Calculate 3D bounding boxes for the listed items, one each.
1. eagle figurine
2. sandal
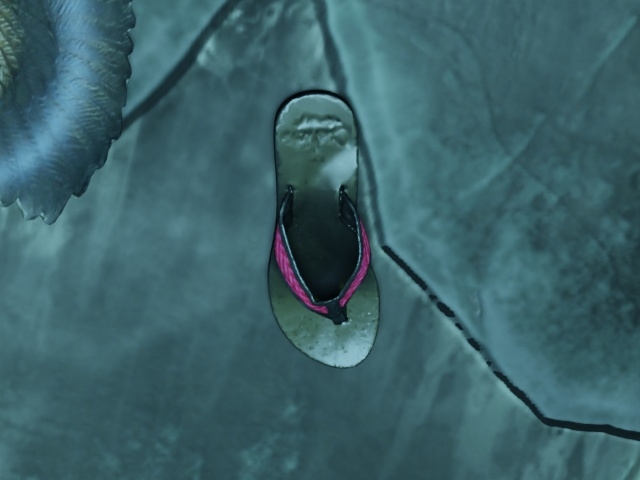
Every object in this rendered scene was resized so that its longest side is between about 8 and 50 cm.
[{"bbox_3d":[-0.215,-0.162,1.025,0.226,0.225,0.298,41,144,19],"label":"eagle figurine"},{"bbox_3d":[0.000,0.000,1.175,0.067,0.040,0.179,-7,114,-4],"label":"sandal"}]
